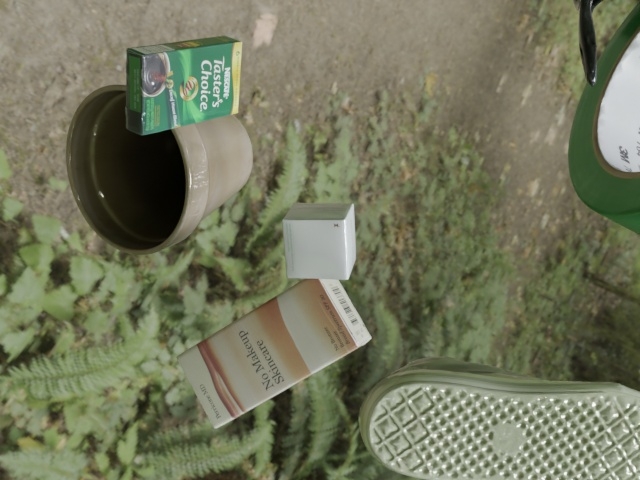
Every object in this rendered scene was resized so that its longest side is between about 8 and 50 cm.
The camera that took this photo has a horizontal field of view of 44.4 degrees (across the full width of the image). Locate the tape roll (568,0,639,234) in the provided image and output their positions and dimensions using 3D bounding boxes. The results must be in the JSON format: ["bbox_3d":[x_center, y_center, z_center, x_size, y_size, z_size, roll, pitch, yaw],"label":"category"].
[{"bbox_3d":[0.385,-0.156,0.790,0.321,0.077,0.321,-58,-164,27],"label":"tape roll"}]

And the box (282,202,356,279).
[{"bbox_3d":[0.000,0.000,1.227,0.087,0.102,0.101,-65,153,-67],"label":"box"}]

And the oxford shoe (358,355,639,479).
[{"bbox_3d":[0.261,0.231,0.931,0.130,0.449,0.169,-138,-120,-84],"label":"oxford shoe"}]

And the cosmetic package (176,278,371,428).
[{"bbox_3d":[-0.080,0.186,1.372,0.296,0.153,0.129,-33,173,13],"label":"cosmetic package"}]

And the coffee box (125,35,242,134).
[{"bbox_3d":[-0.187,-0.219,1.092,0.184,0.040,0.113,-23,128,-47],"label":"coffee box"}]

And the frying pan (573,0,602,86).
[{"bbox_3d":[0.299,-0.337,0.884,0.326,0.053,0.197,-79,156,-51],"label":"frying pan"}]

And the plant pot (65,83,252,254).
[{"bbox_3d":[-0.290,-0.158,1.566,0.280,0.323,0.323,-22,134,-53],"label":"plant pot"}]
